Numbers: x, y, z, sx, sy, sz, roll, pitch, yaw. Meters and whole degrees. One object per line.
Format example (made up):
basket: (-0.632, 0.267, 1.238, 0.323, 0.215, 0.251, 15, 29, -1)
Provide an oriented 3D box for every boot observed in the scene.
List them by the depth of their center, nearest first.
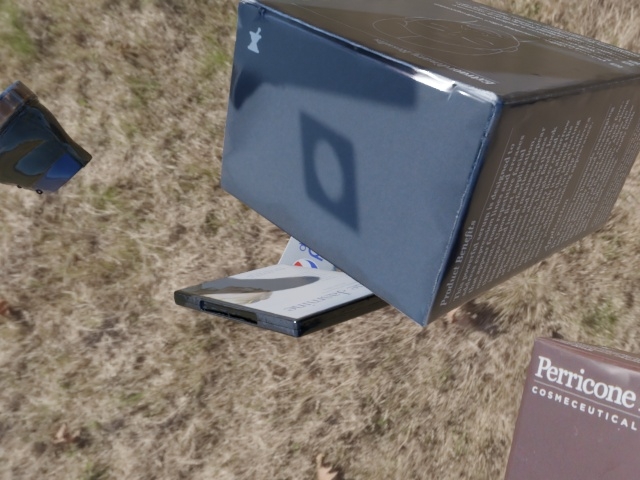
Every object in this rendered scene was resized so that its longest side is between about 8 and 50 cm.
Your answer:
boot: (-0.343, -0.075, 0.724, 0.106, 0.082, 0.219, 42, 136, -17)

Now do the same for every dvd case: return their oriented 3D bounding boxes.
dvd case: (-0.040, 0.065, 0.788, 0.253, 0.180, 0.022, 6, 104, 48)

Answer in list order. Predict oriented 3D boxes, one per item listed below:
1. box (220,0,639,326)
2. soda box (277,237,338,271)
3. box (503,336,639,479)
box: (0.141, -0.123, 0.704, 0.293, 0.395, 0.212, 34, 126, 34)
soda box: (0.000, 0.000, 1.048, 0.091, 0.098, 0.287, 26, 101, 0)
box: (0.243, 0.286, 0.507, 0.191, 0.143, 0.382, 11, 87, 54)
